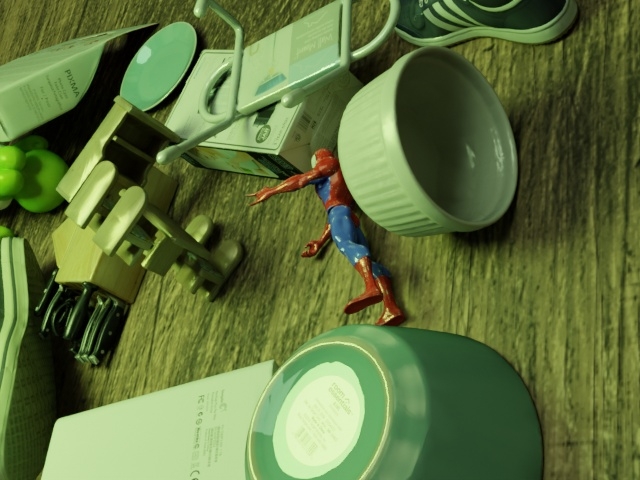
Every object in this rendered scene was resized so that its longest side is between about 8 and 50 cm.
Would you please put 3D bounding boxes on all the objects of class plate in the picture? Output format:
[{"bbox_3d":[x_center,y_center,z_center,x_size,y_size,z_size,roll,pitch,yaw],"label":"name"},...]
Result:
[{"bbox_3d":[-0.279,-0.300,1.734,0.188,0.024,0.188,-24,48,30],"label":"plate"}]

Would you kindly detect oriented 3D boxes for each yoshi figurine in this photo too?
[{"bbox_3d":[-0.571,-0.099,1.800,0.203,0.203,0.362,-34,17,-30],"label":"yoshi figurine"}]

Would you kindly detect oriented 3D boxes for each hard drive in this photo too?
[{"bbox_3d":[-0.192,0.264,1.174,0.307,0.040,0.203,-17,40,15],"label":"hard drive"}]

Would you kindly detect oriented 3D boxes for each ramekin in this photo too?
[{"bbox_3d":[0.115,-0.101,1.101,0.109,0.207,0.207,-19,51,45],"label":"ramekin"}]

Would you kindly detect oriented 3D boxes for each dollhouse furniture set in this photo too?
[{"bbox_3d":[-0.227,-0.064,1.351,0.242,0.212,0.161,37,93,38],"label":"dollhouse furniture set"}]

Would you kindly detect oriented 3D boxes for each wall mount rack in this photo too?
[{"bbox_3d":[-0.073,-0.228,1.277,0.350,0.130,0.304,-20,51,34],"label":"wall mount rack"}]

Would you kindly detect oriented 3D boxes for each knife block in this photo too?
[{"bbox_3d":[-0.317,0.040,1.492,0.276,0.088,0.242,-42,43,14],"label":"knife block"}]

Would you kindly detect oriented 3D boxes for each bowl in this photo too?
[{"bbox_3d":[0.044,0.209,0.983,0.311,0.163,0.311,-23,51,31],"label":"bowl"}]

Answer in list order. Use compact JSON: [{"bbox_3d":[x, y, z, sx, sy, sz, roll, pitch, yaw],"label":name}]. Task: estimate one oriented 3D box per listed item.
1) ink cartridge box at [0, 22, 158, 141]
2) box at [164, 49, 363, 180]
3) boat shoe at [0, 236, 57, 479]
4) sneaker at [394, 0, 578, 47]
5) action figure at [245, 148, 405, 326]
[{"bbox_3d":[-0.518,-0.292,1.837,0.308,0.091,0.385,3,29,44],"label":"ink cartridge box"},{"bbox_3d":[-0.093,-0.186,1.434,0.290,0.087,0.169,11,71,46],"label":"box"},{"bbox_3d":[-0.491,0.179,1.465,0.156,0.187,0.500,-15,39,-7],"label":"boat shoe"},{"bbox_3d":[0.168,-0.319,1.228,0.282,0.153,0.099,13,72,47],"label":"sneaker"},{"bbox_3d":[0.000,0.000,1.215,0.139,0.091,0.280,-27,47,16],"label":"action figure"}]
